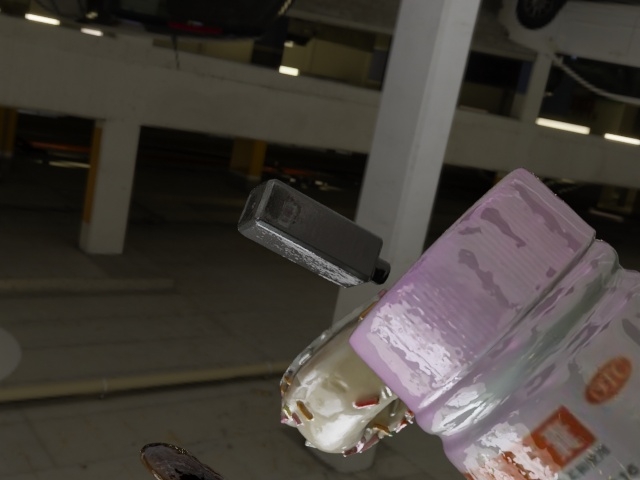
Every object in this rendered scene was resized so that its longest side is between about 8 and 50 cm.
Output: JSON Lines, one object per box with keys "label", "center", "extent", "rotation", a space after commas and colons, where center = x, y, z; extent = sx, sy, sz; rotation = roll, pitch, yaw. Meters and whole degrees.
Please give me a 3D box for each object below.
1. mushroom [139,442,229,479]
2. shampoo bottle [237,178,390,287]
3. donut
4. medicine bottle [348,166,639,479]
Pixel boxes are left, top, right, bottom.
{"label": "mushroom", "center": [-0.273, 0.497, 1.339], "extent": [0.227, 0.217, 0.148], "rotation": [38, 170, -4]}
{"label": "shampoo bottle", "center": [0.000, 0.000, 1.138], "extent": [0.246, 0.080, 0.079], "rotation": [29, 156, -21]}
{"label": "donut", "center": [0.109, 0.214, 1.208], "extent": [0.383, 0.382, 0.142], "rotation": [-3, -130, -49]}
{"label": "medicine bottle", "center": [0.194, 0.122, 0.559], "extent": [0.316, 0.202, 0.202], "rotation": [46, -159, 11]}
